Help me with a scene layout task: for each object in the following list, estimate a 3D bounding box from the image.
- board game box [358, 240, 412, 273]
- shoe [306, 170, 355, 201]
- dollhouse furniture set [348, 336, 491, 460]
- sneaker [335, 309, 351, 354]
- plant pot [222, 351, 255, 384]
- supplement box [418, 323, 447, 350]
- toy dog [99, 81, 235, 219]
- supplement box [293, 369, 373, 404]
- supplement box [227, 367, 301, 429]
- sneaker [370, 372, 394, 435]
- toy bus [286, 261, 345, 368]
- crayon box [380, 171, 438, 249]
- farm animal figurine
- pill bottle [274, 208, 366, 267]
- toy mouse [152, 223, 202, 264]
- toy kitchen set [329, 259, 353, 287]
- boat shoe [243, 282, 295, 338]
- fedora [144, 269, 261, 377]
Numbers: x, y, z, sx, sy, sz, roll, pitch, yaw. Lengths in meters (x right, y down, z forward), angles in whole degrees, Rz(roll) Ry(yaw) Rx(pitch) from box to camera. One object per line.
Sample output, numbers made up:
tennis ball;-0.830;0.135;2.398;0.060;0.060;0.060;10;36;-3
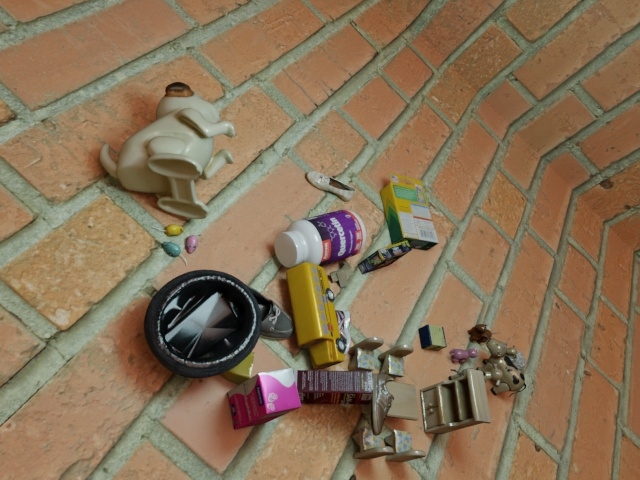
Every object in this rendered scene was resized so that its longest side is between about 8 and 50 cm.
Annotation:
board game box;0.250;0.066;2.091;0.170;0.141;0.048;-15;71;-40
shoe;0.045;-0.232;2.185;0.219;0.058;0.076;25;51;-21
dollhouse furniture set;0.320;0.524;1.778;0.395;0.256;0.361;17;54;-27
sneaker;0.057;0.319;1.857;0.077;0.072;0.178;14;47;-15
plant pot;-0.249;0.372;1.589;0.083;0.081;0.081;17;54;-12
supplement box;0.435;0.378;2.087;0.083;0.056;0.083;13;56;-29
toy dog;-0.469;-0.316;1.763;0.396;0.284;0.407;6;54;10
supplement box;0.036;0.449;1.640;0.240;0.130;0.073;0;58;-1
supplement box;-0.161;0.444;1.506;0.114;0.220;0.111;1;63;-36
sneaker;0.191;0.497;1.640;0.071;0.066;0.188;2;60;2
toy bus;-0.019;0.249;1.780;0.130;0.108;0.332;25;47;-52
crayon box;0.381;-0.125;2.344;0.203;0.083;0.322;9;59;-32
farm animal figurine;0.684;0.486;2.119;0.327;0.172;0.330;41;47;-8
pill bottle;0.000;0.000;1.925;0.323;0.181;0.181;-16;74;-41
toy mouse;-0.439;0.010;1.706;0.161;0.031;0.143;-3;65;-37
toy kitchen set;0.074;0.127;2.009;0.083;0.075;0.068;-21;117;-9
boat shoe;-0.213;0.213;1.698;0.335;0.095;0.112;30;49;-17
fedora;-0.343;0.247;1.542;0.334;0.152;0.333;12;61;-23
